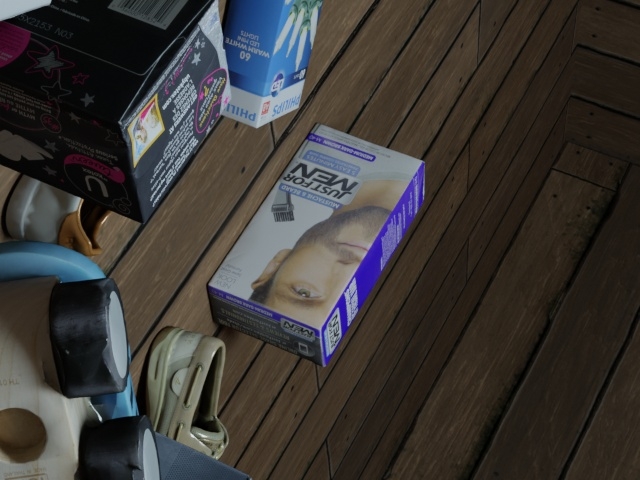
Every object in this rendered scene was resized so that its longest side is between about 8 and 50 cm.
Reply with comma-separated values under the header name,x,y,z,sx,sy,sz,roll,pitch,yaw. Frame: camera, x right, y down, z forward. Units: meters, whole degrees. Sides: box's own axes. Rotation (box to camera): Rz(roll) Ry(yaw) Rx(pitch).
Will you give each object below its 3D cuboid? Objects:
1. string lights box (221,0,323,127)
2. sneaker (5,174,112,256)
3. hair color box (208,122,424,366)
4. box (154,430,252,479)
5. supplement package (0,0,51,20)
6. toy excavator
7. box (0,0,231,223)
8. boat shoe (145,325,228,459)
name,x,y,z,sx,sy,sz,roll,pitch,yaw
string lights box,-0.058,-0.285,1.854,0.133,0.076,0.260,-36,143,-61
sneaker,-0.209,-0.112,1.547,0.290,0.123,0.106,-66,160,-11
hair color box,0.000,0.000,2.164,0.339,0.185,0.110,-59,159,-30
box,-0.222,0.330,1.818,0.183,0.232,0.059,-62,167,-19
supplement package,-0.292,-0.235,1.077,0.105,0.179,0.105,-38,145,-58
toy excavator,-0.266,0.175,1.544,0.445,0.222,0.433,-92,173,-70
box,-0.222,-0.150,1.262,0.163,0.247,0.142,-58,161,-30
boat shoe,-0.181,0.270,2.007,0.109,0.098,0.302,-23,121,-66
